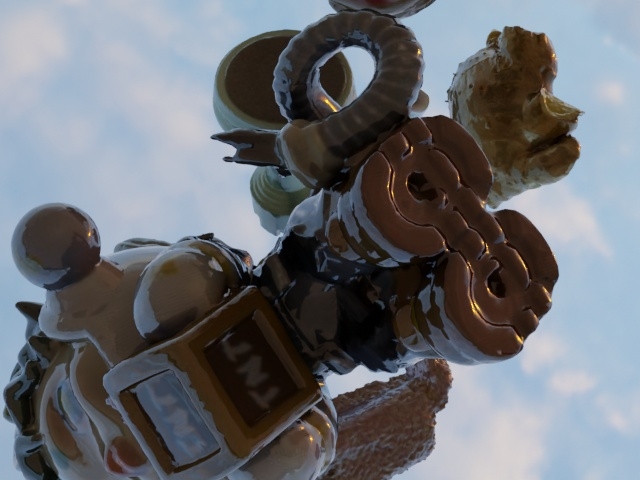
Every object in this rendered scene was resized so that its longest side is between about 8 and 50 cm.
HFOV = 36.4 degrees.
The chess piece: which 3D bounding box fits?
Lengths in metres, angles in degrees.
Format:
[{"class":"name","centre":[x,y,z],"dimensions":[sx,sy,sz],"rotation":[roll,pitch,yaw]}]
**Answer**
[{"class":"chess piece","centre":[-0.046,-0.133,1.395],"dimensions":[0.194,0.299,0.194],"rotation":[0,-124,1]}]

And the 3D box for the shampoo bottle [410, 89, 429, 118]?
[{"class":"shampoo bottle","centre":[0.130,-0.208,1.532],"dimensions":[0.072,0.099,0.043],"rotation":[23,-104,4]}]

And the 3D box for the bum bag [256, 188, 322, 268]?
[{"class":"bum bag","centre":[0.000,0.000,1.240],"dimensions":[0.106,0.060,0.232],"rotation":[40,-102,-26]}]

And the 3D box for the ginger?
[{"class":"ginger","centre":[0.199,-0.142,1.051],"dimensions":[0.102,0.157,0.216],"rotation":[10,-119,-30]}]

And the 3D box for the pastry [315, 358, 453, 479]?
[{"class":"pastry","centre":[0.038,0.214,1.061],"dimensions":[0.265,0.112,0.103],"rotation":[-29,-158,-17]}]

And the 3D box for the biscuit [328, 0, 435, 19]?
[{"class":"biscuit","centre":[0.061,-0.417,0.768],"dimensions":[0.394,0.076,0.368],"rotation":[-44,-103,12]}]

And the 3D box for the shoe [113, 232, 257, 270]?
[{"class":"shoe","centre":[-0.188,0.026,1.452],"dimensions":[0.227,0.099,0.125],"rotation":[19,-131,3]}]

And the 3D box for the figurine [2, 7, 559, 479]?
[{"class":"figurine","centre":[-0.054,0.075,0.545],"dimensions":[0.186,0.382,0.261],"rotation":[-26,-93,-43]}]
